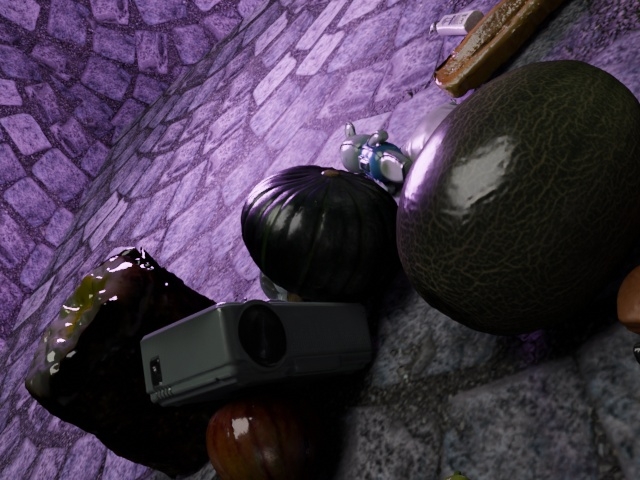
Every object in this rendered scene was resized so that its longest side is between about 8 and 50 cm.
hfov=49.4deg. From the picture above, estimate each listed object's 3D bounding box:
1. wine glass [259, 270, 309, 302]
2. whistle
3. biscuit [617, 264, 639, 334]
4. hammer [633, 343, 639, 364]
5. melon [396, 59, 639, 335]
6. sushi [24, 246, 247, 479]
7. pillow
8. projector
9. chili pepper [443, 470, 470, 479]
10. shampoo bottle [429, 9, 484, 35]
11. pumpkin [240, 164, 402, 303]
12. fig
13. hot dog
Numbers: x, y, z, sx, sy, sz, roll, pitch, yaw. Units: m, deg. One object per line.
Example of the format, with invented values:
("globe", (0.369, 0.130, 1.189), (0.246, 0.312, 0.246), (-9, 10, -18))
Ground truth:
("wine glass", (-0.049, 0.052, 1.148), (0.103, 0.103, 0.231), (-32, 30, 31))
("whistle", (0.099, -0.137, 1.176), (0.077, 0.114, 0.235), (-15, 20, -18))
("biscuit", (0.406, 0.013, 0.555), (0.284, 0.043, 0.306), (-43, 32, 2))
("hammer", (0.345, 0.027, 0.675), (0.078, 0.021, 0.201), (-22, 39, 42))
("melon", (0.215, -0.049, 0.729), (0.302, 0.237, 0.237), (-54, 27, -9))
("sushi", (-0.285, 0.184, 1.128), (0.281, 0.294, 0.299), (-47, 26, 14))
("pillow", (0.202, -0.152, 1.082), (0.128, 0.051, 0.229), (-45, 26, 8))
("projector", (-0.077, 0.148, 0.912), (0.192, 0.256, 0.099), (-26, 68, 39))
("chili pepper", (0.119, 0.309, 0.642), (0.049, 0.043, 0.208), (-8, 48, 36))
("shampoo bottle", (0.258, -0.420, 1.352), (0.049, 0.034, 0.141), (-59, 27, -1))
("pumpkin", (0.000, 0.000, 0.999), (0.216, 0.250, 0.250), (-67, 26, 7))
("fig", (-0.054, 0.264, 0.862), (0.202, 0.148, 0.149), (41, 121, 30))
("hot dog", (0.310, -0.347, 1.152), (0.289, 0.068, 0.083), (-42, 51, 6))
